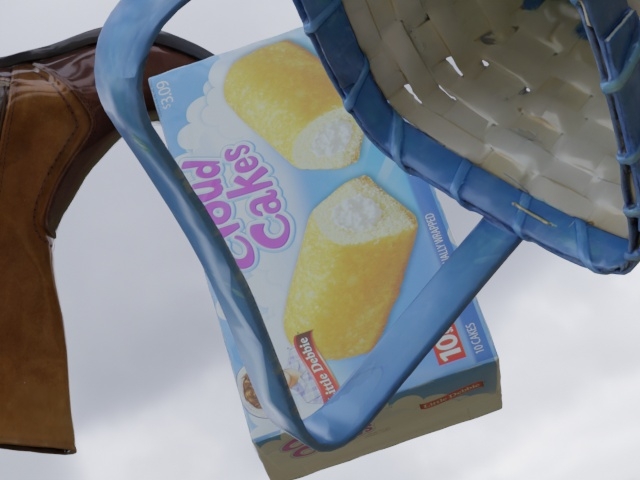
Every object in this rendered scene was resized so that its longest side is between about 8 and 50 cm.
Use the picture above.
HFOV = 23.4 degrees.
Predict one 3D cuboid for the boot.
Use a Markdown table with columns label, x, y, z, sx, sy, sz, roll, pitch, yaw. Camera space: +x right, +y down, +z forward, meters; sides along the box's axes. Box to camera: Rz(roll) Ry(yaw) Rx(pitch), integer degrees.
| label | x | y | z | sx | sy | sz | roll | pitch | yaw |
| --- | --- | --- | --- | --- | --- | --- | --- | --- | --- |
| boot | -0.169 | -0.003 | 1.002 | 0.264 | 0.280 | 0.096 | 6 | -19 | -33 |

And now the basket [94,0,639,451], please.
| label | x | y | z | sx | sy | sz | roll | pitch | yaw |
| --- | --- | --- | --- | --- | --- | --- | --- | --- | --- |
| basket | 0.053 | -0.073 | 0.657 | 0.289 | 0.201 | 0.255 | -47 | -38 | -23 |

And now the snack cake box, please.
| label | x | y | z | sx | sy | sz | roll | pitch | yaw |
| --- | --- | --- | --- | --- | --- | --- | --- | --- | --- |
| snack cake box | 0.000 | 0.000 | 0.967 | 0.152 | 0.264 | 0.089 | -18 | -27 | -1 |
